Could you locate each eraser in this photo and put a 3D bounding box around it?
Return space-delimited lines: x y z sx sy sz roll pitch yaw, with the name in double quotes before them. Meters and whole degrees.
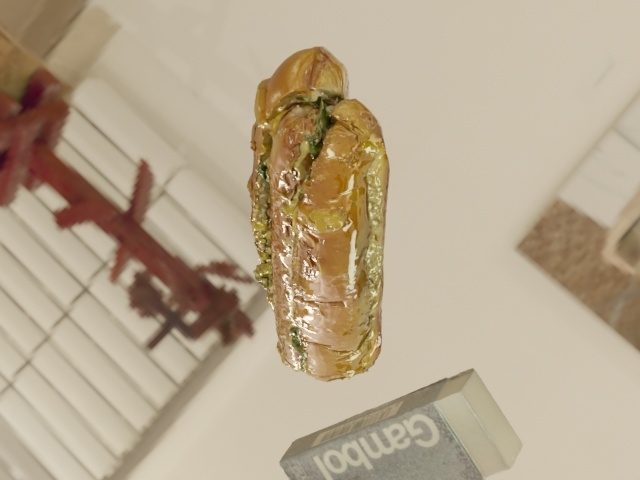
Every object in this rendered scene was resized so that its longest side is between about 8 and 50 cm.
"eraser" 0.068 0.193 1.216 0.212 0.092 0.046 -28 -170 33

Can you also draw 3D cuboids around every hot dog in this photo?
"hot dog" 0.000 0.000 0.837 0.072 0.115 0.269 -24 143 -18
